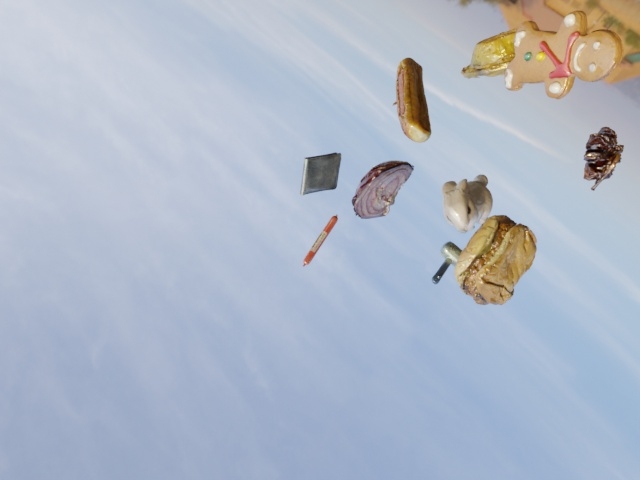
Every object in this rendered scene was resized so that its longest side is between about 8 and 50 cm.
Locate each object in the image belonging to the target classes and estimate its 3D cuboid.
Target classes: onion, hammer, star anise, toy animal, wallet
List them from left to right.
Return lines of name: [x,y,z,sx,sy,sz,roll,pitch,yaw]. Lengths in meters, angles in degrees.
wallet: [0.003,-0.284,2.022,0.036,0.168,0.222,29,-147,36]
onion: [0.240,-0.246,2.068,0.280,0.314,0.146,1,-136,-46]
hammer: [0.487,0.098,1.840,0.116,0.069,0.194,42,-117,2]
toy animal: [0.591,-0.156,1.951,0.193,0.258,0.357,7,-176,28]
star anise: [1.131,-0.336,1.894,0.190,0.125,0.220,-39,-62,-30]

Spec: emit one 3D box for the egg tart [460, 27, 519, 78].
egg tart: [0.597,-0.611,1.550,0.119,0.288,0.288,67,-154,-20]

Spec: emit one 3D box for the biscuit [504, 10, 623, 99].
biscuit: [0.621,-0.487,1.252,0.047,0.216,0.339,-5,-155,-24]

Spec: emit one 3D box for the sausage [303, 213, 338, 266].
sausage: [0.000,0.000,1.934,0.034,0.253,0.034,32,174,4]

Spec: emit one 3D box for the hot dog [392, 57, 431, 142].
hot dog: [0.216,-0.332,1.119,0.087,0.061,0.286,30,-134,-21]

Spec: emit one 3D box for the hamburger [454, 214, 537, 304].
hamburger: [0.557,0.066,1.525,0.144,0.283,0.259,25,164,45]
